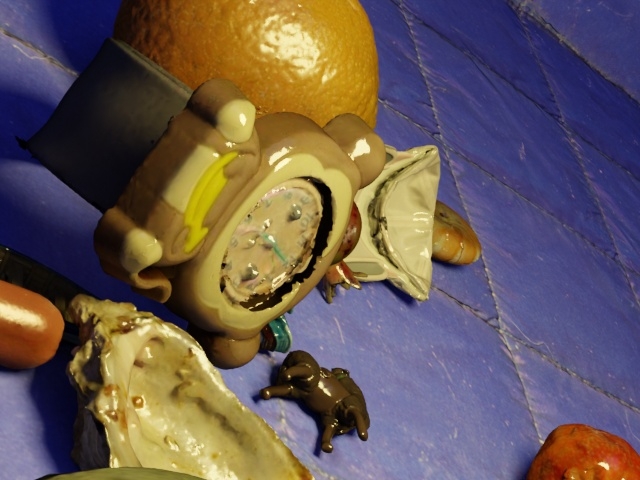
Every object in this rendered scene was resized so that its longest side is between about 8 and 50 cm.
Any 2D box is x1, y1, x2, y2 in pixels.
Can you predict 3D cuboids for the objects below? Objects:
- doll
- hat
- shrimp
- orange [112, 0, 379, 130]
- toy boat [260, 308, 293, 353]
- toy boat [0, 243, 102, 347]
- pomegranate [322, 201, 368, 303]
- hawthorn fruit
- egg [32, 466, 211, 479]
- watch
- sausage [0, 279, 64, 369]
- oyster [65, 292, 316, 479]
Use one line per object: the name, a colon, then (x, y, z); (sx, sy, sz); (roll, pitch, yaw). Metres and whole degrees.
doll: (0.005, 0.179, 1.699); (0.139, 0.057, 0.165); (41, 17, -6)
hat: (0.069, -0.032, 2.056); (0.225, 0.220, 0.164); (6, -1, -10)
shrimp: (0.137, -0.047, 2.224); (0.287, 0.063, 0.152); (26, 31, -33)
orange: (-0.089, -0.235, 1.866); (0.357, 0.322, 0.322); (34, 27, -16)
toy boat: (-0.064, 0.074, 1.734); (0.060, 0.060, 0.137); (-10, 47, -26)
toy boat: (-0.276, 0.060, 1.450); (0.229, 0.046, 0.080); (31, 28, -29)
pomegranate: (0.000, -0.001, 1.883); (0.159, 0.129, 0.129); (60, 28, 10)
hawthorn fruit: (0.346, 0.323, 1.905); (0.173, 0.173, 0.179); (26, 5, -36)
egg: (-0.119, 0.320, 0.952); (0.428, 0.345, 0.345); (8, 44, -54)
watch: (-0.158, -0.081, 1.555); (0.327, 0.314, 0.335); (35, 1, 34)
sausage: (-0.321, 0.066, 1.341); (0.194, 0.077, 0.077); (25, 32, -36)
oyster: (-0.147, 0.212, 1.371); (0.361, 0.096, 0.221); (47, 30, 3)
